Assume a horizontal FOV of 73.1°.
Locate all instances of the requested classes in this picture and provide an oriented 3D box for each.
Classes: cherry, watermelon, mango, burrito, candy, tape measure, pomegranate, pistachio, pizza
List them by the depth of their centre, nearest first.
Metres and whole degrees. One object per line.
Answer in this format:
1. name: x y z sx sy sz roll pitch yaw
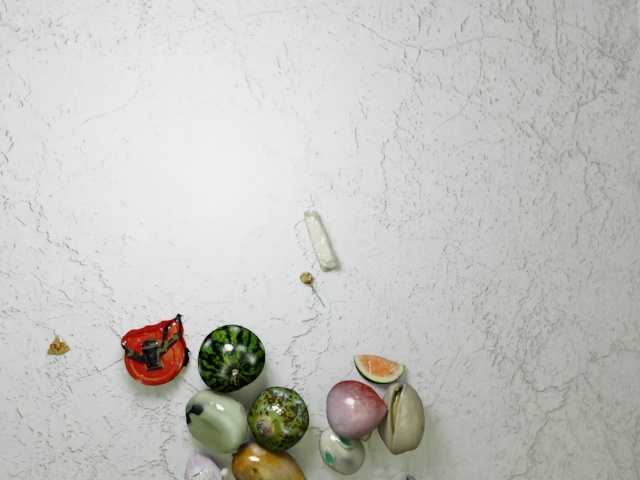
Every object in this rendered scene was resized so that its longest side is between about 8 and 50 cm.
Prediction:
1. pizza: -1.041 0.413 1.706 0.083 0.025 0.078 -9 97 -8
2. watermelon: -0.351 0.461 1.707 0.268 0.269 0.269 0 93 -9
3. tape measure: -0.649 0.445 1.726 0.253 0.114 0.261 -14 95 -8
4. pomegranate: -0.179 0.721 1.749 0.254 0.270 0.255 -2 86 28
5. mango: -0.194 0.965 1.775 0.383 0.199 0.222 34 121 -2
6. cherry: 0.141 0.700 1.798 0.206 0.239 0.240 26 89 -31
7. burrito: 0.000 0.000 1.835 0.082 0.059 0.276 -18 96 7
8. pistachio: 0.342 0.756 1.856 0.207 0.226 0.332 10 103 31
9. candy: -0.028 0.212 1.857 0.055 0.049 0.185 -25 104 23
10. watermelon: 0.255 0.573 1.912 0.244 0.063 0.119 12 73 -5

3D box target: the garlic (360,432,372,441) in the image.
1. garlic: 0.186 0.828 1.892 0.074 0.113 0.094 -42 65 15

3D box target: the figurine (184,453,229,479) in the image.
1. figurine: -0.461 1.013 1.781 0.200 0.133 0.276 -29 102 -19

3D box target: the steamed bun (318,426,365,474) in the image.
1. steamed bun: 0.095 0.911 1.863 0.177 0.130 0.228 -38 100 -5

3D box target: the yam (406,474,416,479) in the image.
1. yam: 0.399 1.142 1.964 0.054 0.054 0.133 17 89 -10

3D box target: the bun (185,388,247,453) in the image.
1. bun: -0.399 0.704 1.740 0.283 0.179 0.284 12 119 22
